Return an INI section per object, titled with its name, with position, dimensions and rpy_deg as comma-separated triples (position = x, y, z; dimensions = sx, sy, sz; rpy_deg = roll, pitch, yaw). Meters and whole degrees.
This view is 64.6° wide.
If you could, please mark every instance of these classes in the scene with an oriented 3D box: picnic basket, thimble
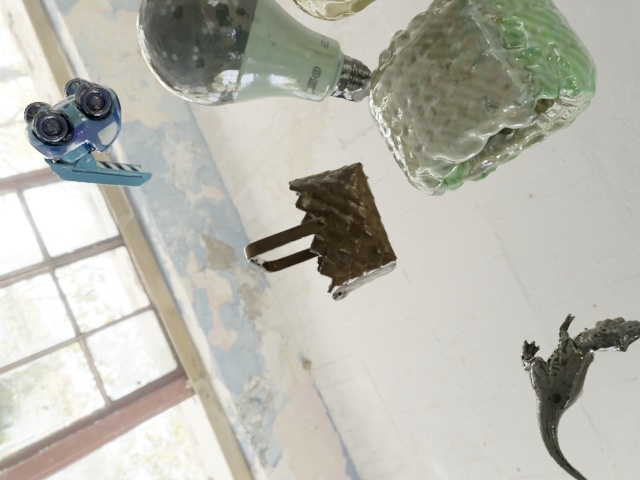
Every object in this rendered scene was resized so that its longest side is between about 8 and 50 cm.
[picnic basket]
position = 0.000, 0.000, 1.171
dimensions = 0.254, 0.321, 0.291
rpy_deg = 61, 10, -79
[thimble]
position = 0.161, -0.155, 0.529
dimensions = 0.150, 0.219, 0.219
rpy_deg = 63, -35, 11

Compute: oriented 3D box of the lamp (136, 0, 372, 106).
[lamp]
position = -0.081, -0.264, 0.670
dimensions = 0.314, 0.182, 0.182
rpy_deg = 7, -55, 1

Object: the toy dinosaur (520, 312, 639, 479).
[toy dinosaur]
position = 0.317, 0.172, 0.619
dimensions = 0.087, 0.179, 0.187
rpy_deg = 26, -70, 0

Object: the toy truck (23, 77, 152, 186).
[toy truck]
position = -0.176, -0.075, 0.395
dimensions = 0.056, 0.073, 0.090
rpy_deg = 32, -24, 47

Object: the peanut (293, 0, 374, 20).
[peanut]
position = 0.052, -0.289, 0.337
dimensions = 0.298, 0.136, 0.120
rpy_deg = 116, -33, -42
